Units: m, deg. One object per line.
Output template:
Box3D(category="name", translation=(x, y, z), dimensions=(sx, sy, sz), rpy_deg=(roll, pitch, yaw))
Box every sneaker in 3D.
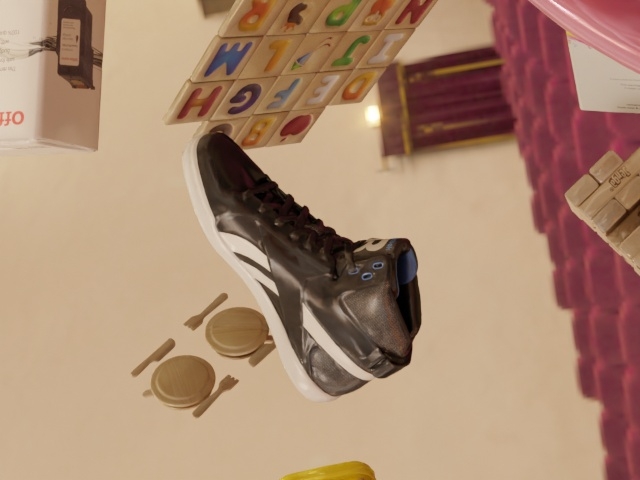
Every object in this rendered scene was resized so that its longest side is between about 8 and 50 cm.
Box3D(category="sneaker", translation=(0.000, 0.000, 0.848), dimensions=(0.217, 0.121, 0.079), rpy_deg=(61, -149, -4))

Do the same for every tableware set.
Box3D(category="tableware set", translation=(-0.146, 0.162, 1.593), dimensions=(0.194, 0.128, 0.039), rpy_deg=(-41, -35, -33))

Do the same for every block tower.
Box3D(category="block tower", translation=(0.370, 0.050, 1.060), dimensions=(0.335, 0.091, 0.097), rpy_deg=(47, -173, 16))

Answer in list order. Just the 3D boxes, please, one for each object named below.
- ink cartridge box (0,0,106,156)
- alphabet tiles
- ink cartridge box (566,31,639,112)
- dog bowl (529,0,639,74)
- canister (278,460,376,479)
Box3D(category="ink cartridge box", translation=(-0.323, -0.210, 1.259), dimensions=(0.100, 0.171, 0.237), rpy_deg=(10, -98, -60))
Box3D(category="alphabet tiles", translation=(0.005, -0.203, 1.154), dimensions=(0.285, 0.342, 0.011), rpy_deg=(-14, -119, -47))
Box3D(category="ink cartridge box", translation=(0.299, -0.220, 1.083), dimensions=(0.128, 0.127, 0.176), rpy_deg=(-65, -32, -32))
Box3D(category="dog bowl", translation=(0.183, -0.218, 0.435), dimensions=(0.150, 0.408, 0.408), rpy_deg=(-47, -38, -26))
Box3D(category="canister", translation=(0.018, 0.343, 1.364), dimensions=(0.170, 0.126, 0.073), rpy_deg=(-106, 6, -57))
